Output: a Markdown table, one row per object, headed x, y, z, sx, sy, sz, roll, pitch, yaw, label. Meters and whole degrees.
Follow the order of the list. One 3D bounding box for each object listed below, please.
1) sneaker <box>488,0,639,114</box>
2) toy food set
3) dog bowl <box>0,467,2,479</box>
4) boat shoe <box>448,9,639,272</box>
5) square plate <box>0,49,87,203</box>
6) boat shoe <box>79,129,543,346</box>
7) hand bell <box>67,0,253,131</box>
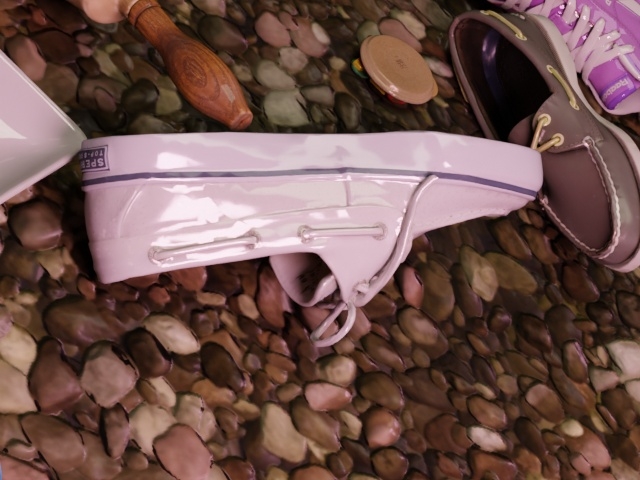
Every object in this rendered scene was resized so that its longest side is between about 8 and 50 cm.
| x | y | z | sx | sy | sz | roll | pitch | yaw | label |
| --- | --- | --- | --- | --- | --- | --- | --- | --- | --- |
| 0.258 | -0.217 | 1.843 | 0.282 | 0.102 | 0.161 | 17 | 47 | -29 | sneaker |
| 0.068 | -0.155 | 1.679 | 0.082 | 0.020 | 0.083 | 45 | 38 | 4 | toy food set |
| -0.309 | 0.160 | 1.010 | 0.166 | 0.074 | 0.297 | 48 | 39 | 8 | dog bowl |
| 0.204 | -0.095 | 1.675 | 0.091 | 0.109 | 0.305 | 8 | 44 | -36 | boat shoe |
| -0.373 | -0.107 | 1.226 | 0.344 | 0.049 | 0.347 | 44 | 38 | 1 | square plate |
| 0.002 | 0.000 | 1.373 | 0.367 | 0.136 | 0.156 | -1 | 89 | -28 | boat shoe |
| -0.128 | -0.164 | 1.389 | 0.126 | 0.126 | 0.242 | -8 | 46 | -45 | hand bell |
